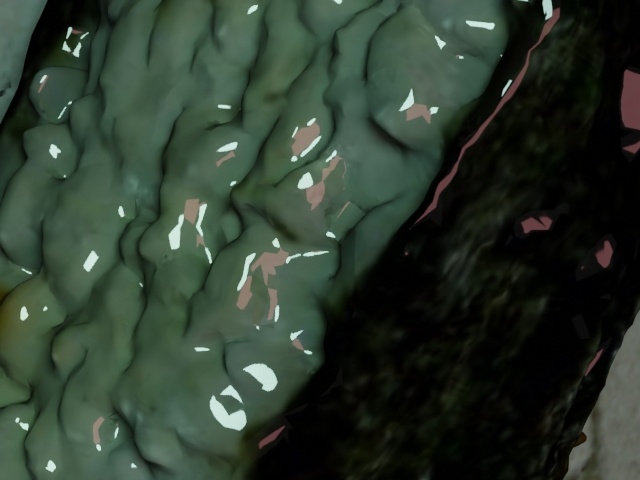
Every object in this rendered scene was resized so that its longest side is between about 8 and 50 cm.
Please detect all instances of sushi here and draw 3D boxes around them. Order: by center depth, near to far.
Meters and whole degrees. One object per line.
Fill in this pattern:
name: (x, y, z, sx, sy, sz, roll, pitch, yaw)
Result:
sushi: (0.000, 0.000, 0.602, 0.171, 0.211, 0.350, 24, 94, -45)
